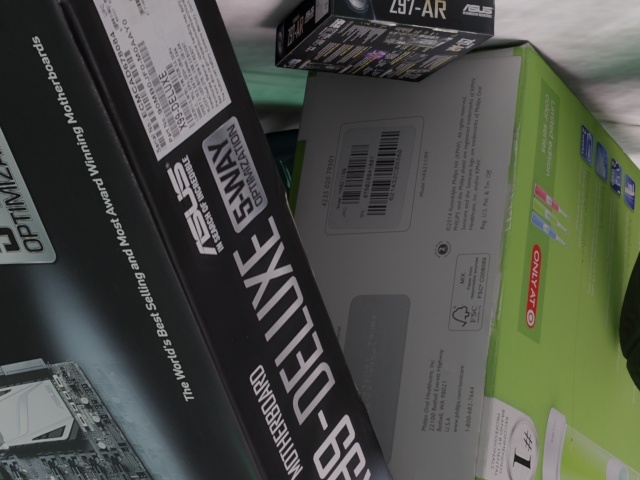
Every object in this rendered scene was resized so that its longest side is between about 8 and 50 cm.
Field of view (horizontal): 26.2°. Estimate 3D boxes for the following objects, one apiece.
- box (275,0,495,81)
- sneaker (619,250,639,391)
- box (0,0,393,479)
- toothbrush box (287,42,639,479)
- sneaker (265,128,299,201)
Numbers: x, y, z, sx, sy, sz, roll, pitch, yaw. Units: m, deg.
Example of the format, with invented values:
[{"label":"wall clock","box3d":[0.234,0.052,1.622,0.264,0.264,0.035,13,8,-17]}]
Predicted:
[{"label":"box","box3d":[0.024,-0.084,0.554,0.067,0.018,0.083,4,173,-16]},{"label":"sneaker","box3d":[0.226,-0.004,0.601,0.130,0.087,0.228,0,137,-28]},{"label":"box","box3d":[-0.111,0.042,0.547,0.242,0.308,0.076,-2,-151,34]},{"label":"toothbrush box","box3d":[0.098,0.056,0.704,0.122,0.206,0.283,-3,160,33]},{"label":"sneaker","box3d":[-0.085,-0.029,0.798,0.318,0.131,0.112,-11,131,-8]}]
